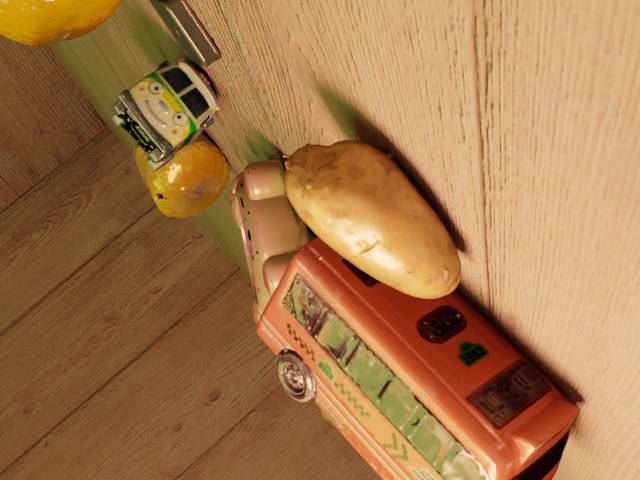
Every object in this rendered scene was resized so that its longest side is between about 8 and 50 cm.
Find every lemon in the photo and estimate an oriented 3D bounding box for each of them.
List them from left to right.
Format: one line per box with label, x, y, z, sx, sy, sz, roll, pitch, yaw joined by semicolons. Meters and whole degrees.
lemon;-0.369;-0.388;1.265;0.253;0.253;0.310;52;154;-16

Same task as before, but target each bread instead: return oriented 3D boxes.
bread;-0.307;-0.159;2.121;0.170;0.197;0.197;52;173;28

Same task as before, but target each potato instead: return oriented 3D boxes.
potato;0.064;-0.030;1.099;0.235;0.128;0.161;42;-175;17

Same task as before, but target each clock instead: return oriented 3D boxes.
clock;-0.085;0.007;1.683;0.309;0.114;0.284;108;151;-76

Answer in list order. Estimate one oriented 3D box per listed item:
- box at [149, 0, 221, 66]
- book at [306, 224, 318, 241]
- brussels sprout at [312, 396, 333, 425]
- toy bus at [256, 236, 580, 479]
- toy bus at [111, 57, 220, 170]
box;-0.203;-0.318;1.430;0.091;0.031;0.126;36;163;55
book;0.000;0.000;1.837;0.127;0.014;0.182;45;170;24
brussels sprout;0.074;0.192;1.590;0.259;0.227;0.294;52;135;15
toy bus;0.128;0.178;1.269;0.427;0.203;0.233;45;136;22
toy bus;-0.272;-0.229;1.712;0.133;0.165;0.276;52;170;-7
